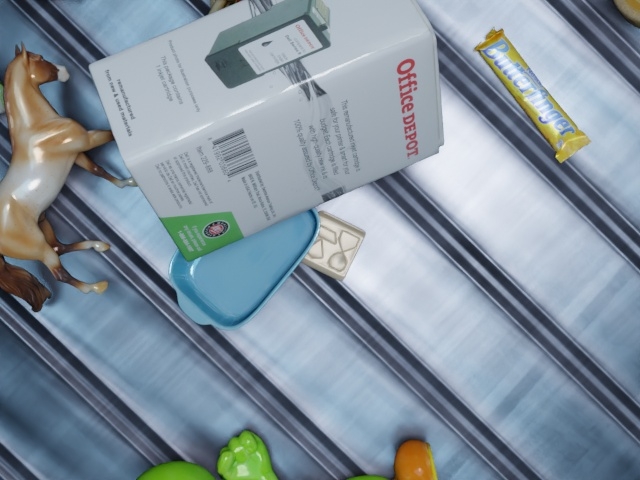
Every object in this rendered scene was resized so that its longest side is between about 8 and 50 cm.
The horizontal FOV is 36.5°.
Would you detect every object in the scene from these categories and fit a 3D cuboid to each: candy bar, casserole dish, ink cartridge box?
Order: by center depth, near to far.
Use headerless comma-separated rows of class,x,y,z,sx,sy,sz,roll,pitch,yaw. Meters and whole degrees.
ink cartridge box,-0.040,-0.122,0.927,0.289,0.211,0.121,-23,63,-3
candy bar,0.224,-0.157,1.034,0.040,0.018,0.161,-38,93,4
casserole dish,-0.078,0.010,1.040,0.114,0.037,0.188,41,94,12

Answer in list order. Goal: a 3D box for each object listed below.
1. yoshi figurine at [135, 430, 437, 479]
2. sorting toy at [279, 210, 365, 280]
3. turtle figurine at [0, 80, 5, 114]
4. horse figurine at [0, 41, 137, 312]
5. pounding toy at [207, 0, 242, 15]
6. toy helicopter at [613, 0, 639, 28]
yoshi figurine,-0.053,0.297,1.008,0.362,0.203,0.203,-11,79,5
sorting toy,0.000,0.000,1.058,0.083,0.012,0.062,26,93,0
turtle figurine,-0.401,-0.047,0.980,0.198,0.275,0.266,37,91,-36
horse figurine,-0.277,-0.048,1.004,0.174,0.066,0.263,22,94,-34
pounding toy,-0.076,-0.246,0.984,0.100,0.141,0.130,-10,95,-35
toy helicopter,0.318,-0.378,0.947,0.235,0.140,0.355,3,83,24
